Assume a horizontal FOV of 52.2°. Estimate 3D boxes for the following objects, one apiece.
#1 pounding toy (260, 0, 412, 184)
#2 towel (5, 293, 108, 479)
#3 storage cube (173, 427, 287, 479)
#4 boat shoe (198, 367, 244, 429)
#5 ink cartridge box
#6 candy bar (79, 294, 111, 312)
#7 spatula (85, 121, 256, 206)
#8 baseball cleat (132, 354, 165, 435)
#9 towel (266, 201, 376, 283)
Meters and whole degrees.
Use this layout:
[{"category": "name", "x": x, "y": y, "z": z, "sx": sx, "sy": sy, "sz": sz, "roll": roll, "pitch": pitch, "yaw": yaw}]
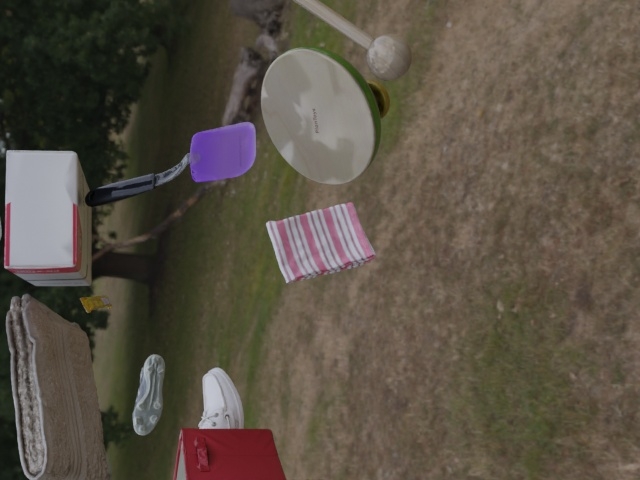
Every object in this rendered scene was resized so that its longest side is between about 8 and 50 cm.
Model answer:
[{"category": "pounding toy", "x": 0.030, "y": -0.195, "z": 0.846, "sx": 0.183, "sy": 0.110, "sz": 0.237, "roll": 37, "pitch": 138, "yaw": 16}, {"category": "towel", "x": -0.385, "y": 0.227, "z": 0.971, "sx": 0.187, "sy": 0.049, "sz": 0.282, "roll": 66, "pitch": -178, "yaw": -62}, {"category": "storage cube", "x": -0.187, "y": 0.501, "z": 1.291, "sx": 0.184, "sy": 0.193, "sz": 0.215, "roll": -131, "pitch": 48, "yaw": -67}, {"category": "boat shoe", "x": -0.235, "y": 0.435, "z": 1.517, "sx": 0.098, "sy": 0.096, "sz": 0.277, "roll": -32, "pitch": 69, "yaw": 41}, {"category": "ink cartridge box", "x": -0.419, "y": -0.025, "z": 1.026, "sx": 0.237, "sy": 0.100, "sz": 0.172, "roll": 144, "pitch": 124, "yaw": -72}, {"category": "candy bar", "x": -0.546, "y": 0.153, "z": 1.599, "sx": 0.040, "sy": 0.018, "sz": 0.161, "roll": 59, "pitch": 179, "yaw": 2}, {"category": "spatula", "x": -0.223, "y": -0.094, "z": 0.937, "sx": 0.296, "sy": 0.030, "sz": 0.084, "roll": -16, "pitch": 64, "yaw": 24}, {"category": "baseball cleat", "x": -0.441, "y": 0.402, "z": 1.691, "sx": 0.109, "sy": 0.072, "sz": 0.206, "roll": 135, "pitch": 147, "yaw": -60}, {"category": "towel", "x": 0.000, "y": 0.000, "z": 1.332, "sx": 0.029, "sy": 0.197, "sz": 0.144, "roll": 107, "pitch": 145, "yaw": -59}]
